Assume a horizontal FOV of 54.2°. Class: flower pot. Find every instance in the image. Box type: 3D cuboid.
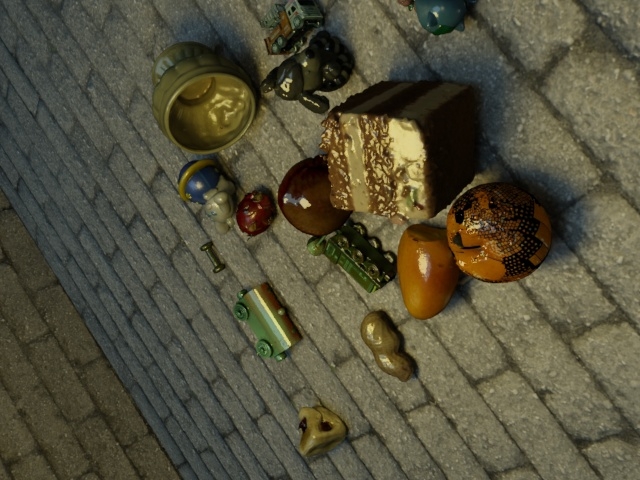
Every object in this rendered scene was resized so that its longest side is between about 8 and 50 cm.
[{"bbox_3d":[-0.355,-0.435,1.841,0.244,0.308,0.307,58,143,35],"label":"flower pot"}]

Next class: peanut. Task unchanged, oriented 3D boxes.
[{"bbox_3d":[0.193,0.314,1.827,0.104,0.086,0.227,-27,92,30],"label":"peanut"}]

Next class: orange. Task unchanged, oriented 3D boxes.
[{"bbox_3d":[0.390,-0.017,1.373,0.235,0.182,0.234,25,134,30],"label":"orange"}]

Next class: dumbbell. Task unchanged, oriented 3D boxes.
[{"bbox_3d":[-0.400,0.064,2.321,0.052,0.046,0.117,-31,88,54],"label":"dumbbell"}]

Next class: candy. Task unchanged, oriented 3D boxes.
[{"bbox_3d":[0.000,0.000,1.831,0.061,0.061,0.202,57,163,6],"label":"candy"}]

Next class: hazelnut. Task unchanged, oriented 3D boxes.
[{"bbox_3d":[-0.001,-0.133,1.700,0.230,0.230,0.229,23,126,36],"label":"hazelnut"}]

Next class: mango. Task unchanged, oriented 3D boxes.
[{"bbox_3d":[0.269,0.094,1.594,0.187,0.138,0.256,21,119,52],"label":"mango"}]

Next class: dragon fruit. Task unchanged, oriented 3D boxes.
[{"bbox_3d":[-0.217,-0.067,2.030,0.125,0.125,0.246,40,152,5],"label":"dragon fruit"}]

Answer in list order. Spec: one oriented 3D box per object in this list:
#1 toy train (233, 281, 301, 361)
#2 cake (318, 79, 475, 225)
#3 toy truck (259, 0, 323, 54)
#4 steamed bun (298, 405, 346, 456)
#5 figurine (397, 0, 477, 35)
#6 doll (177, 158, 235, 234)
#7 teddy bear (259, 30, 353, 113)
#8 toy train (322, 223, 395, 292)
[{"bbox_3d":[-0.181,0.279,2.180,0.177,0.116,0.285,-37,82,36],"label":"toy train"},{"bbox_3d":[0.186,-0.209,1.420,0.291,0.282,0.255,14,127,36],"label":"cake"},{"bbox_3d":[-0.078,-0.572,1.634,0.178,0.080,0.115,-28,80,50],"label":"toy truck"},{"bbox_3d":[-0.012,0.648,2.175,0.140,0.172,0.155,-57,50,34],"label":"steamed bun"},{"bbox_3d":[0.244,-0.525,1.321,0.145,0.114,0.178,18,112,47],"label":"figurine"},{"bbox_3d":[-0.360,-0.151,2.114,0.243,0.159,0.311,29,154,16],"label":"doll"},{"bbox_3d":[-0.013,-0.410,1.551,0.171,0.251,0.144,42,138,1],"label":"teddy bear"},{"bbox_3d":[0.113,0.053,1.770,0.225,0.090,0.137,45,143,19],"label":"toy train"}]
